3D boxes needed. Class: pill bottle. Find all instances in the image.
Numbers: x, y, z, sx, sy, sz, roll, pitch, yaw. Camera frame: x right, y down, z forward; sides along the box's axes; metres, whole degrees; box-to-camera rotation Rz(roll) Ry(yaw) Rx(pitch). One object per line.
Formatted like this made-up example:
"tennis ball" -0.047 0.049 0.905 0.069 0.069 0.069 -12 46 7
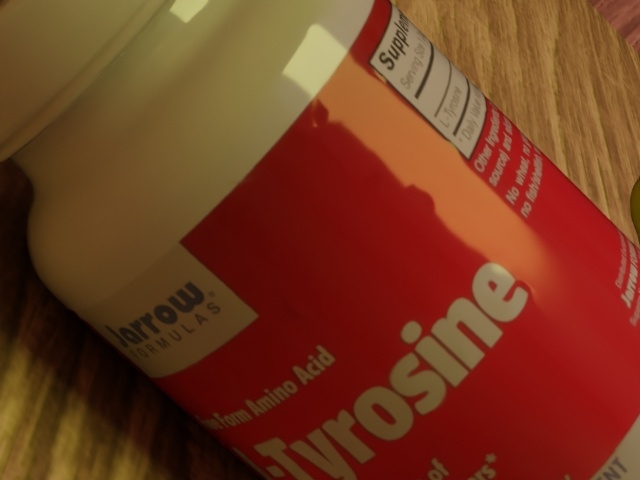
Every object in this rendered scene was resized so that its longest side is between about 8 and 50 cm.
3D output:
"pill bottle" 0.000 0.000 0.901 0.407 0.229 0.229 43 22 -15

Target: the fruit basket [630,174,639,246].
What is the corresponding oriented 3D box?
"fruit basket" 0.345 0.096 1.215 0.283 0.392 0.392 29 29 -41
